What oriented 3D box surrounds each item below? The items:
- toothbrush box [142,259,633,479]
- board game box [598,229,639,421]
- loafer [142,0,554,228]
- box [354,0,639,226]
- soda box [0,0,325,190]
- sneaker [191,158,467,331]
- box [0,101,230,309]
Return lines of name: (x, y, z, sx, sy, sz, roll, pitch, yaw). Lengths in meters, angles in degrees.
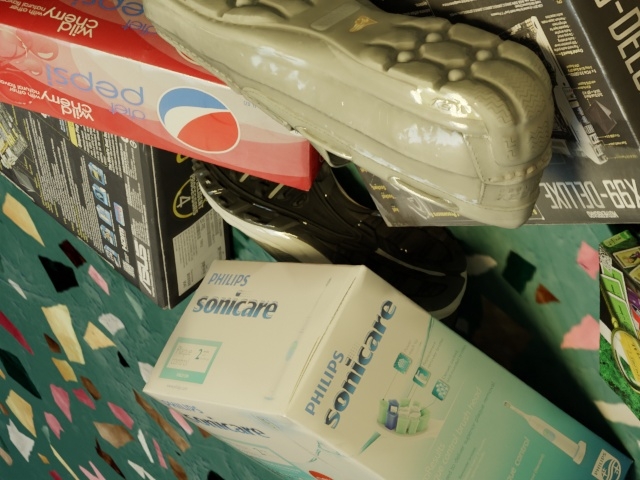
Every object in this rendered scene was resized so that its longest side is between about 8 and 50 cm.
toothbrush box: (0.050, 0.139, 1.398, 0.295, 0.126, 0.216, 37, 162, -28)
board game box: (0.259, 0.120, 1.188, 0.260, 0.030, 0.136, 52, 162, 43)
loafer: (0.006, -0.098, 1.144, 0.319, 0.112, 0.111, 30, 137, 39)
box: (0.097, -0.128, 1.174, 0.307, 0.076, 0.242, -1, 122, 58)
soda box: (-0.115, -0.127, 1.366, 0.263, 0.083, 0.092, 16, 141, 13)
sneaker: (0.000, 0.000, 1.463, 0.271, 0.100, 0.108, 37, 155, 27)
box: (-0.222, -0.163, 1.617, 0.318, 0.097, 0.395, 35, 148, 27)
